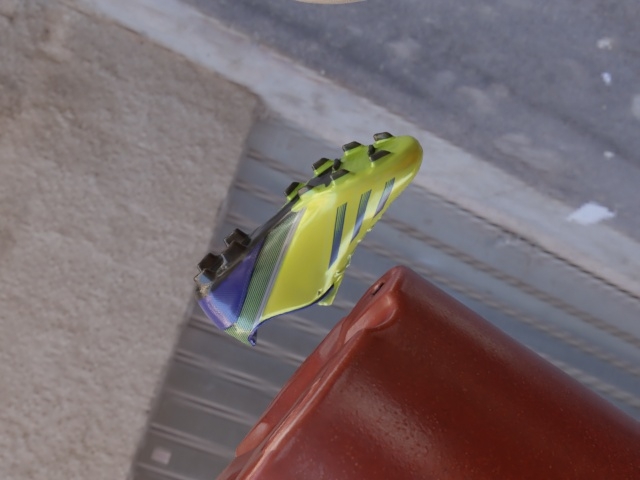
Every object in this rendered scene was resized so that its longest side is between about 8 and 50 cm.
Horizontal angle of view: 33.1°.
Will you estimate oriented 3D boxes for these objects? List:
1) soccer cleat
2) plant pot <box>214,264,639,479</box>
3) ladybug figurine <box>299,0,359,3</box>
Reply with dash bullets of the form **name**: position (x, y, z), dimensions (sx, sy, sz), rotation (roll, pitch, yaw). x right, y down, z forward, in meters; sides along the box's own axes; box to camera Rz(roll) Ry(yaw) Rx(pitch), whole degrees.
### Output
- **soccer cleat**: position (0.000, 0.000, 1.115), dimensions (0.121, 0.289, 0.093), rotation (49, -166, -15)
- **plant pot**: position (0.084, 0.171, 0.610), dimensions (0.265, 0.272, 0.272), rotation (39, 162, -1)
- **ladybug figurine**: position (0.081, -0.341, 0.725), dimensions (0.162, 0.305, 0.449), rotation (-15, 169, -41)
